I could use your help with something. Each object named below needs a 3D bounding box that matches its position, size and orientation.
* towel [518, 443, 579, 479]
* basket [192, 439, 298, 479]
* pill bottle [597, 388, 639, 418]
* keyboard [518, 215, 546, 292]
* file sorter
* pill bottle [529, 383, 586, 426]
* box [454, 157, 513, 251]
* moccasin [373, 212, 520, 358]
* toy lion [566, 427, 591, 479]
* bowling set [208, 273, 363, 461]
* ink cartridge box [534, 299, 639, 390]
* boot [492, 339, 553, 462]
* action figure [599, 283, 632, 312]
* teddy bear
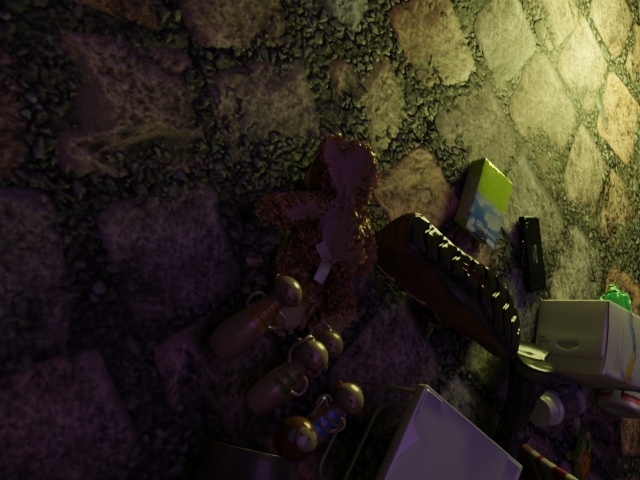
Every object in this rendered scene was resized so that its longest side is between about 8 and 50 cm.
[{"bbox_3d":[0.523,0.547,1.060,0.037,0.329,0.237,-29,103,-13],"label":"towel"},{"bbox_3d":[-0.113,0.393,0.716,0.204,0.154,0.226,19,68,-16],"label":"basket"},{"bbox_3d":[0.794,0.351,1.412,0.108,0.108,0.193,37,64,-27],"label":"pill bottle"},{"bbox_3d":[0.493,0.032,1.286,0.108,0.023,0.180,-2,84,-43],"label":"keyboard"},{"bbox_3d":[0.159,0.383,0.900,0.278,0.173,0.192,43,62,-24],"label":"file sorter"},{"bbox_3d":[0.531,0.375,1.235,0.137,0.078,0.078,-1,85,-37],"label":"pill bottle"},{"bbox_3d":[0.354,-0.076,1.183,0.109,0.042,0.178,34,66,-28],"label":"box"},{"bbox_3d":[0.239,0.105,1.028,0.380,0.147,0.139,34,51,-24],"label":"moccasin"},{"bbox_3d":[0.640,0.526,1.327,0.096,0.034,0.100,53,57,-27],"label":"toy lion"},{"bbox_3d":[-0.007,0.209,0.756,0.154,0.200,0.287,-39,118,-6],"label":"bowling set"},{"bbox_3d":[0.644,0.248,1.275,0.233,0.171,0.168,23,71,-33],"label":"ink cartridge box"},{"bbox_3d":[0.401,0.332,1.128,0.263,0.091,0.228,-17,122,-71],"label":"boot"},{"bbox_3d":[0.768,0.217,1.415,0.063,0.137,0.232,34,56,-34],"label":"action figure"},{"bbox_3d":[0.000,0.000,0.889,0.245,0.113,0.337,-4,94,-30],"label":"teddy bear"}]
